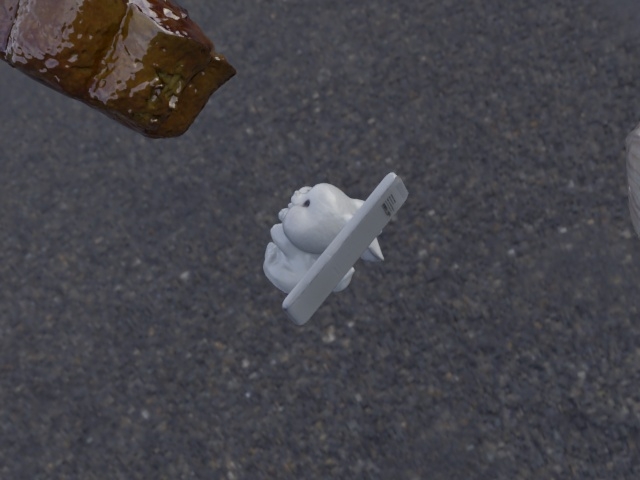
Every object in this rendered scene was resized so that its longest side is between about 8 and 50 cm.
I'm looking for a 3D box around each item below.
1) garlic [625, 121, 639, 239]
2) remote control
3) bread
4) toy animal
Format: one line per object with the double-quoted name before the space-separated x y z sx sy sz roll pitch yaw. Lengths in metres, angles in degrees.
"garlic" 0.546 -0.088 1.461 0.317 0.317 0.259 -43 56 -19
"remote control" 0.036 0.010 1.545 0.029 0.067 0.261 33 78 33
"bread" -0.205 -0.194 1.006 0.232 0.246 0.135 27 90 47
"toy animal" 0.003 0.006 1.773 0.193 0.178 0.127 -52 10 28
